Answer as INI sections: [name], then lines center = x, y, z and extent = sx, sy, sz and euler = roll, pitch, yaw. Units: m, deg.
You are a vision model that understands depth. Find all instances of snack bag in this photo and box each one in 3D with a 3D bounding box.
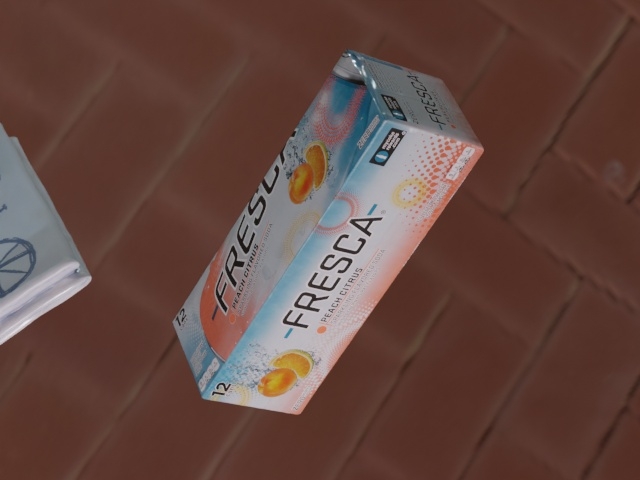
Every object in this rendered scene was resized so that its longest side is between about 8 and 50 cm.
[snack bag]
center = -0.396, 0.050, 1.735
extent = 0.342, 0.037, 0.323
euler = -34, 35, -4

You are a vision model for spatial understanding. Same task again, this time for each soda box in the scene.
[soda box]
center = 0.000, 0.000, 0.905
extent = 0.063, 0.183, 0.058
euler = 14, 33, -34
